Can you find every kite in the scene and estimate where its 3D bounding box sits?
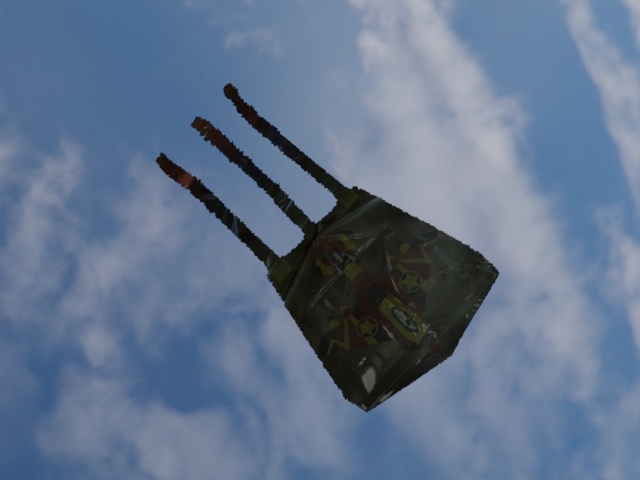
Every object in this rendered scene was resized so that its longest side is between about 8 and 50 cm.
[{"bbox_3d":[0.000,0.000,0.687,0.245,0.015,0.141,43,-89,-4],"label":"kite"}]
